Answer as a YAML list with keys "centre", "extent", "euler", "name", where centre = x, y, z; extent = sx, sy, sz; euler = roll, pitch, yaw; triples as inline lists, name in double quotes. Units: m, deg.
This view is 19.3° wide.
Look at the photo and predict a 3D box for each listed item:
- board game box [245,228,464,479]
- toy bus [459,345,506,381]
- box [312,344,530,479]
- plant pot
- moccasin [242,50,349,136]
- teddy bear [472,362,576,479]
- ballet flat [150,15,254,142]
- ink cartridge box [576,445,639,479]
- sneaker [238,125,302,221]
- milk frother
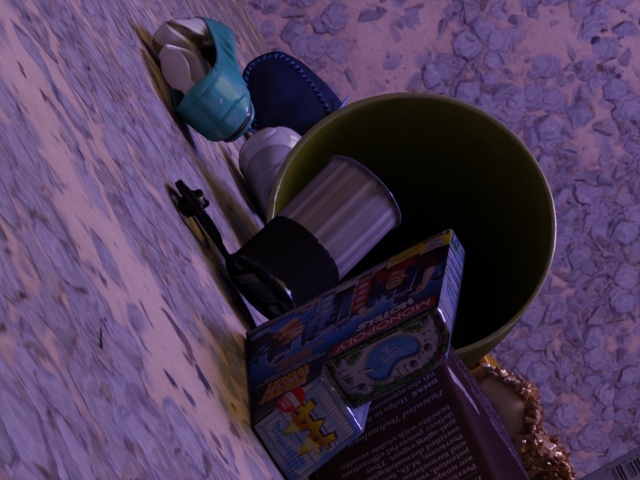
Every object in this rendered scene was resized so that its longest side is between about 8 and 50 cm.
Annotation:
- centre: [0.022, 0.092, 1.394]
  extent: [0.060, 0.194, 0.194]
  euler: [56, 20, -17]
  name: "board game box"
- centre: [0.168, 0.203, 2.187]
  extent: [0.108, 0.130, 0.332]
  euler: [60, 6, 14]
  name: "toy bus"
- centre: [0.092, 0.209, 1.457]
  extent: [0.191, 0.143, 0.381]
  euler: [56, 8, -31]
  name: "box"
- centre: [0.088, 0.036, 1.904]
  extent: [0.275, 0.274, 0.293]
  euler: [61, -10, 19]
  name: "plant pot"
- centre: [0.008, -0.086, 2.309]
  extent: [0.342, 0.137, 0.117]
  euler: [59, 10, 7]
  name: "moccasin"
- centre: [0.187, 0.253, 1.760]
  extent: [0.338, 0.245, 0.113]
  euler: [53, 42, -8]
  name: "teddy bear"
- centre: [-0.128, -0.184, 1.919]
  extent: [0.087, 0.083, 0.247]
  euler: [40, 13, -29]
  name: "ballet flat"
- centre: [0.364, 0.407, 1.928]
  extent: [0.385, 0.308, 0.091]
  euler: [59, 5, -12]
  name: "ink cartridge box"
- centre: [0.000, 0.000, 2.068]
  extent: [0.262, 0.099, 0.121]
  euler: [47, 19, -32]
  name: "sneaker"
- centre: [-0.033, -0.024, 1.589]
  extent: [0.129, 0.135, 0.143]
  euler: [15, -37, 51]
  name: "milk frother"
